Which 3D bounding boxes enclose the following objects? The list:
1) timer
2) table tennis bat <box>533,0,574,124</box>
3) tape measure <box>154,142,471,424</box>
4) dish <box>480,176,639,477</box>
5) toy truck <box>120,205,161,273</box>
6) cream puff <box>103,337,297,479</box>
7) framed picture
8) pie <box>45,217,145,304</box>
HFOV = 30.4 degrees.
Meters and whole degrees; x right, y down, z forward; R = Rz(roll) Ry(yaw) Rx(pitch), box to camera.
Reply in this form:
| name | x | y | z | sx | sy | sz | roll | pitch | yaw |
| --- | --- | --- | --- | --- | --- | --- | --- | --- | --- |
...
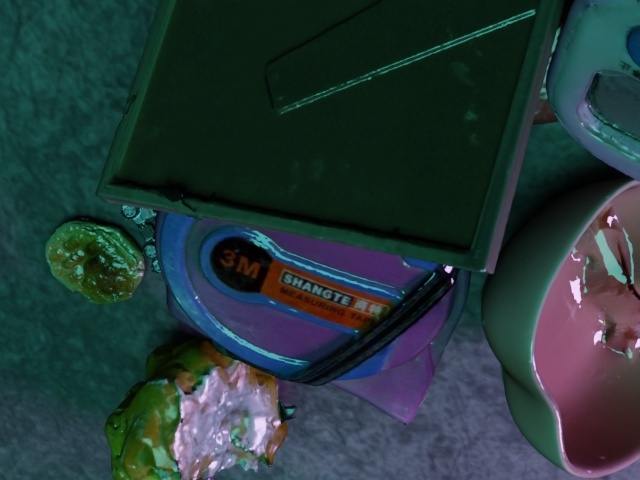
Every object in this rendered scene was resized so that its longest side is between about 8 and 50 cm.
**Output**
| name | x | y | z | sx | sy | sz | roll | pitch | yaw |
| --- | --- | --- | --- | --- | --- | --- | --- | --- | --- |
| timer | 0.231 | -0.076 | 0.654 | 0.208 | 0.069 | 0.191 | 30 | 162 | 10 |
| table tennis bat | 0.161 | -0.156 | 0.764 | 0.310 | 0.038 | 0.200 | 21 | 122 | -2 |
| tape measure | 0.000 | 0.000 | 0.844 | 0.231 | 0.149 | 0.245 | 23 | 131 | 1 |
| dish | 0.184 | 0.058 | 0.845 | 0.090 | 0.213 | 0.213 | 11 | 132 | 47 |
| toy truck | -0.124 | -0.013 | 0.924 | 0.044 | 0.039 | 0.083 | -22 | 118 | 6 |
| cream puff | -0.112 | 0.143 | 0.969 | 0.156 | 0.156 | 0.121 | -11 | 88 | 19 |
| framed picture | 0.000 | -0.100 | 0.714 | 0.281 | 0.209 | 0.019 | 13 | 169 | 30 |
| pie | -0.185 | 0.017 | 0.967 | 0.084 | 0.020 | 0.084 | 6 | 124 | 9 |
